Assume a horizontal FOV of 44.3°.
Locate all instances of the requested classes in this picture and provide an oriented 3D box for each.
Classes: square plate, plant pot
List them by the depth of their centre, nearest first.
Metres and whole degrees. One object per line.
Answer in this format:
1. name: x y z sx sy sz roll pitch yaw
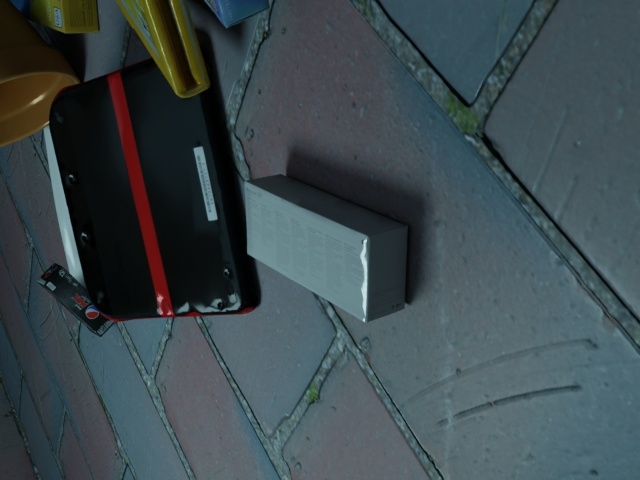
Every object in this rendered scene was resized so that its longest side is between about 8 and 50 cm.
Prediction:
1. plant pot: -0.628 -0.322 1.476 0.291 0.290 0.204 -34 83 55
2. square plate: -0.454 -0.060 1.561 0.344 0.049 0.347 11 111 55

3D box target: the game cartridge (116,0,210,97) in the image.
1. game cartridge: -0.249 -0.374 0.984 0.324 0.052 0.285 52 162 38

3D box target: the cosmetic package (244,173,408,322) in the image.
1. cosmetic package: 0.000 0.000 0.893 0.239 0.060 0.099 27 126 49

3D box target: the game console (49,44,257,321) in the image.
1. game console: -0.259 -0.069 1.187 0.341 0.060 0.387 -8 97 34

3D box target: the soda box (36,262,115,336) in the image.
1. soda box: -0.500 0.123 1.621 0.060 0.053 0.169 10 144 55

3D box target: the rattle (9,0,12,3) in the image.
1. rattle: -0.683 -0.481 1.695 0.200 0.130 0.143 -103 8 -52

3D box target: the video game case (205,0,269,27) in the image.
1. video game case: -0.148 -0.395 0.798 0.244 0.061 0.270 55 165 34

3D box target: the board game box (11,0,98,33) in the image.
1. board game box: -0.505 -0.522 1.446 0.316 0.064 0.242 28 124 49
